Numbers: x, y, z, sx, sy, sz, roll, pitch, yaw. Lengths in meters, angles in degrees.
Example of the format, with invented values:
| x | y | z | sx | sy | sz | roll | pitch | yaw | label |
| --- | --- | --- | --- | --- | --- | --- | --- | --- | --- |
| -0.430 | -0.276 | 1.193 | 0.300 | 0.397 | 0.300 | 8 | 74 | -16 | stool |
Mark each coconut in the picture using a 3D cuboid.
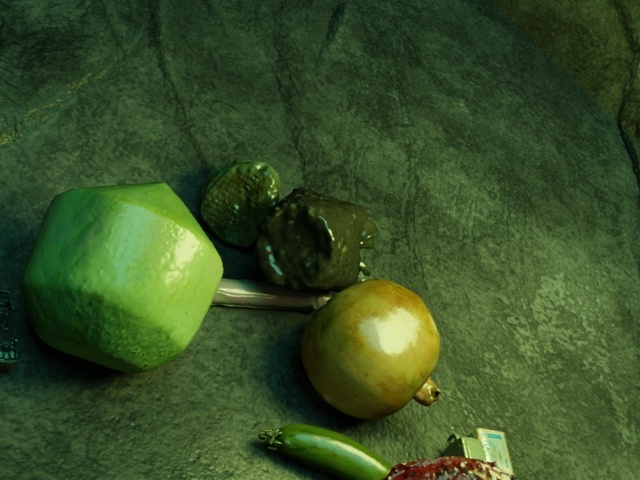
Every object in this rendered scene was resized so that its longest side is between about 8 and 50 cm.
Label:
| x | y | z | sx | sy | sz | roll | pitch | yaw | label |
| --- | --- | --- | --- | --- | --- | --- | --- | --- | --- |
| -0.322 | 0.043 | 1.385 | 0.328 | 0.281 | 0.328 | -3 | 66 | 7 | coconut |

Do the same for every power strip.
| x | y | z | sx | sy | sz | roll | pitch | yaw | label |
| --- | --- | --- | --- | --- | --- | --- | --- | --- | --- |
| 0.275 | 0.475 | 1.500 | 0.052 | 0.078 | 0.272 | 15 | 46 | -23 | power strip |

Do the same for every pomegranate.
| x | y | z | sx | sy | sz | roll | pitch | yaw | label |
| --- | --- | --- | --- | --- | --- | --- | --- | --- | --- |
| 0.106 | 0.207 | 1.532 | 0.270 | 0.229 | 0.252 | 47 | 45 | 6 | pomegranate |

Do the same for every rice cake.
| x | y | z | sx | sy | sz | roll | pitch | yaw | label |
| --- | --- | --- | --- | --- | --- | --- | --- | --- | --- |
| -0.104 | 0.106 | 1.623 | 0.270 | 0.049 | 0.055 | 7 | 49 | -26 | rice cake |

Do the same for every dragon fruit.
| x | y | z | sx | sy | sz | roll | pitch | yaw | label |
| --- | --- | --- | --- | --- | --- | --- | --- | --- | --- |
| 0.161 | 0.493 | 1.379 | 0.205 | 0.152 | 0.317 | 26 | 59 | 18 | dragon fruit |

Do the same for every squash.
| x | y | z | sx | sy | sz | roll | pitch | yaw | label |
| --- | --- | --- | --- | --- | --- | --- | --- | --- | --- |
| 0.044 | 0.384 | 1.452 | 0.318 | 0.080 | 0.071 | 30 | 5 | -6 | squash |

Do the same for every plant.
| x | y | z | sx | sy | sz | roll | pitch | yaw | label |
| --- | --- | --- | --- | --- | --- | --- | --- | --- | --- |
| 0.000 | 0.000 | 1.639 | 0.199 | 0.188 | 0.276 | 16 | 7 | 21 | plant |

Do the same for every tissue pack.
| x | y | z | sx | sy | sz | roll | pitch | yaw | label |
| --- | --- | --- | --- | --- | --- | --- | --- | --- | --- |
| 0.318 | 0.411 | 1.596 | 0.074 | 0.059 | 0.094 | 15 | 47 | -23 | tissue pack |

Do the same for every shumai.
| x | y | z | sx | sy | sz | roll | pitch | yaw | label |
| --- | --- | --- | --- | --- | --- | --- | --- | --- | --- |
| -0.157 | -0.078 | 1.730 | 0.184 | 0.184 | 0.142 | 37 | 12 | 3 | shumai |

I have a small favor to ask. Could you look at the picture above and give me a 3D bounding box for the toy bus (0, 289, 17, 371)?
| x | y | z | sx | sy | sz | roll | pitch | yaw | label |
| --- | --- | --- | --- | --- | --- | --- | --- | --- | --- |
| -0.511 | 0.145 | 1.345 | 0.037 | 0.052 | 0.131 | 4 | 53 | -34 | toy bus |
